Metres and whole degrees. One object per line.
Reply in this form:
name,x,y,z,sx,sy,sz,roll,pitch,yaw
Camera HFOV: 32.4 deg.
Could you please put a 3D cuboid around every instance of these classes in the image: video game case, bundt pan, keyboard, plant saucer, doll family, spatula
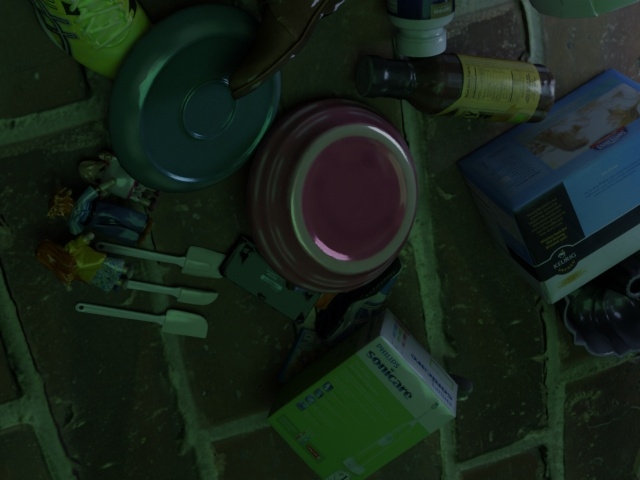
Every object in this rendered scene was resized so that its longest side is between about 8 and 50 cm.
video game case,0.014,0.235,2.103,0.166,0.015,0.119,16,109,-28
bundt pan,0.593,0.064,2.172,0.330,0.124,0.331,-9,118,-17
keyboard,-0.078,0.059,1.938,0.180,0.023,0.108,33,90,-14
plant saucer,0.038,-0.072,1.843,0.332,0.084,0.332,-4,98,-30
doll family,-0.364,-0.014,1.758,0.163,0.118,0.263,20,109,-20
spatula,-0.289,0.077,1.905,0.242,0.019,0.168,12,112,-22
plant saucer,-0.181,-0.210,1.718,0.317,0.043,0.318,-23,132,-29

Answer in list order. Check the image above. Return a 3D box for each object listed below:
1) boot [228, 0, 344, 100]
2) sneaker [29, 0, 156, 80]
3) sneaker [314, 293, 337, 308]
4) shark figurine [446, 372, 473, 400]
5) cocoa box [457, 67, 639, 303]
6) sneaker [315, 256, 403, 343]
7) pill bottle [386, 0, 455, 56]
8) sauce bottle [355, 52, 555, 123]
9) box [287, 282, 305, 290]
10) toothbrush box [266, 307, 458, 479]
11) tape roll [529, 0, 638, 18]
boot,-0.068,-0.336,1.669,0.115,0.112,0.305,47,58,-22
sneaker,-0.358,-0.354,1.571,0.145,0.147,0.385,-42,125,1
sneaker,0.036,0.049,1.997,0.175,0.064,0.067,-47,142,13
shark figurine,0.160,0.291,2.160,0.278,0.166,0.116,-22,97,12
cocoa box,0.468,-0.103,1.971,0.347,0.231,0.228,-32,122,-3
sneaker,0.081,0.108,2.033,0.081,0.080,0.211,28,113,-37
pill bottle,0.161,-0.397,1.770,0.112,0.112,0.187,-12,120,-15
sauce bottle,0.228,-0.264,1.870,0.344,0.111,0.111,3,115,-21
box,0.000,0.000,1.922,0.105,0.043,0.179,2,87,-19
toothbrush box,0.077,0.296,2.005,0.283,0.122,0.206,-39,101,22
tape roll,0.447,-0.471,1.738,0.286,0.286,0.100,-32,124,-3
